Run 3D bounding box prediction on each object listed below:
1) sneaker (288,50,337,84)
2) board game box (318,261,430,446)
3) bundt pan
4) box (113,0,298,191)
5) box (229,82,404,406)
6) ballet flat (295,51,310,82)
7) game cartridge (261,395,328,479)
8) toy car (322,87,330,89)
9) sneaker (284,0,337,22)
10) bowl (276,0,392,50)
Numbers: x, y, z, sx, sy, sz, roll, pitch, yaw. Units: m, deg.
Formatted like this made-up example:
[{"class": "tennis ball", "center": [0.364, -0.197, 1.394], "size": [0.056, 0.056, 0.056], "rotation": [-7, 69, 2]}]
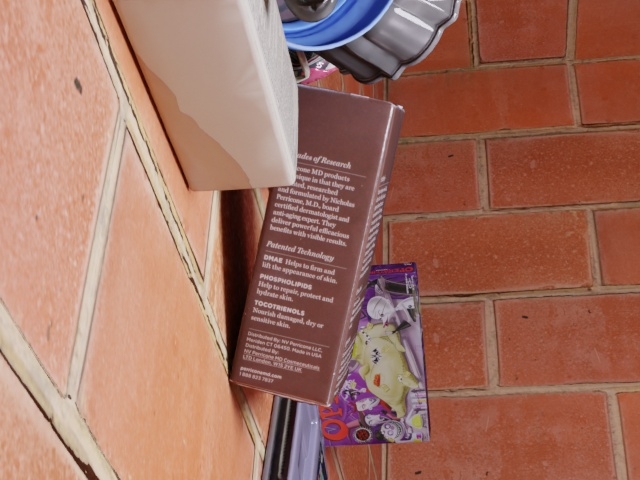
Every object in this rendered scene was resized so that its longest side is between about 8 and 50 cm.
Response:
[{"class": "sneaker", "center": [-0.034, -0.372, 1.901], "size": [0.112, 0.121, 0.299], "rotation": [51, 25, -52]}, {"class": "board game box", "center": [0.080, 0.207, 2.104], "size": [0.056, 0.208, 0.347], "rotation": [-71, 156, -63]}, {"class": "bundt pan", "center": [0.067, -0.391, 1.643], "size": [0.124, 0.331, 0.331], "rotation": [18, 61, -35]}, {"class": "box", "center": [-0.105, -0.195, 1.213], "size": [0.311, 0.121, 0.148], "rotation": [75, 13, -56]}, {"class": "box", "center": [0.000, 0.000, 1.518], "size": [0.191, 0.143, 0.381], "rotation": [-26, 130, -81]}, {"class": "ballet flat", "center": [-0.052, -0.233, 1.797], "size": [0.091, 0.077, 0.241], "rotation": [-87, 171, -47]}, {"class": "game cartridge", "center": [-0.035, 0.362, 1.753], "size": [0.355, 0.068, 0.230], "rotation": [-83, 163, -53]}, {"class": "toy car", "center": [0.005, -0.125, 1.776], "size": [0.159, 0.136, 0.182], "rotation": [-50, 167, -3]}, {"class": "sneaker", "center": [-0.018, -0.309, 1.222], "size": [0.106, 0.078, 0.234], "rotation": [65, 10, -64]}, {"class": "bowl", "center": [-0.027, -0.415, 1.370], "size": [0.391, 0.077, 0.391], "rotation": [-13, 108, -47]}]
